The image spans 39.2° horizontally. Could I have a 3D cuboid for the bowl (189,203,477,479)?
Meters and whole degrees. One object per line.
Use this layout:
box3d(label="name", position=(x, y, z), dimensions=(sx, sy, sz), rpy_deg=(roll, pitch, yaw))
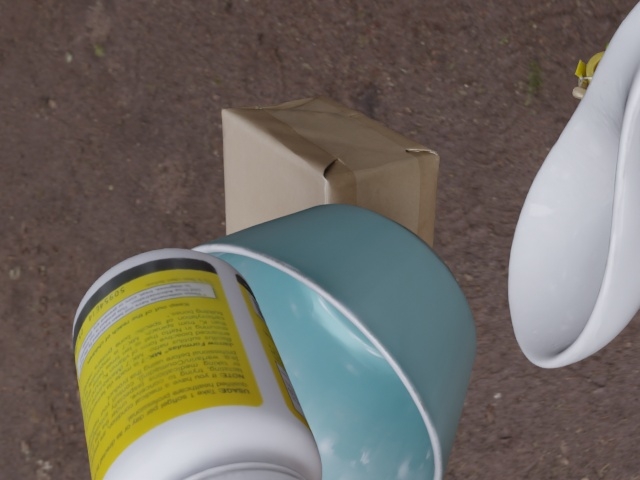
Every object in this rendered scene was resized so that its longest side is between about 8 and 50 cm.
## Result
box3d(label="bowl", position=(0.022, 0.089, 0.850), dimensions=(0.312, 0.163, 0.311), rpy_deg=(27, 140, 25))

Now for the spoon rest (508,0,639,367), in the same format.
box3d(label="spoon rest", position=(0.163, -0.044, 0.466), dimensions=(0.137, 0.084, 0.276), rpy_deg=(-89, 20, -46))

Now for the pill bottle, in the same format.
box3d(label="pill bottle", position=(-0.068, 0.106, 0.498), dimensions=(0.119, 0.119, 0.208), rpy_deg=(-52, 34, 16))

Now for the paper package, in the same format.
box3d(label="paper package", position=(0.000, 0.000, 1.214), dimensions=(0.309, 0.168, 0.324), rpy_deg=(37, 133, 50))

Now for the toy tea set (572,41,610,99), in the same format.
box3d(label="toy tea set", position=(0.457, -0.153, 1.345), dimensions=(0.200, 0.124, 0.336), rpy_deg=(16, 75, 15))
